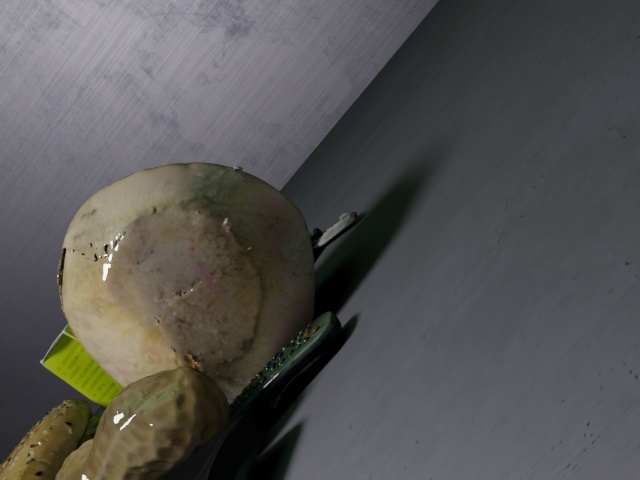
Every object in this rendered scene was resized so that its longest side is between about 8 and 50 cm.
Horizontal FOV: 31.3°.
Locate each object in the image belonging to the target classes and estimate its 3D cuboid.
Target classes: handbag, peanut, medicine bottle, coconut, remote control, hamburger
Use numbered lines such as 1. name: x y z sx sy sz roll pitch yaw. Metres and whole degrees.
1. handbag: -0.174 0.314 1.135 0.332 0.075 0.191 -49 6 28
2. peanut: -0.198 0.242 1.268 0.298 0.136 0.120 -50 1 34
3. medicine bottle: -0.264 0.179 1.681 0.141 0.250 0.137 -46 9 51
4. coconut: -0.168 0.053 1.494 0.352 0.352 0.352 -50 7 9
5. remote control: -0.055 0.165 1.267 0.222 0.042 0.072 -48 10 18
6. hamburger: -0.383 0.378 1.661 0.277 0.195 0.318 -51 9 15

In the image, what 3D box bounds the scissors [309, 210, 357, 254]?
1. scissors: 0.000 0.000 1.816 0.109 0.022 0.300 -58 8 -24
